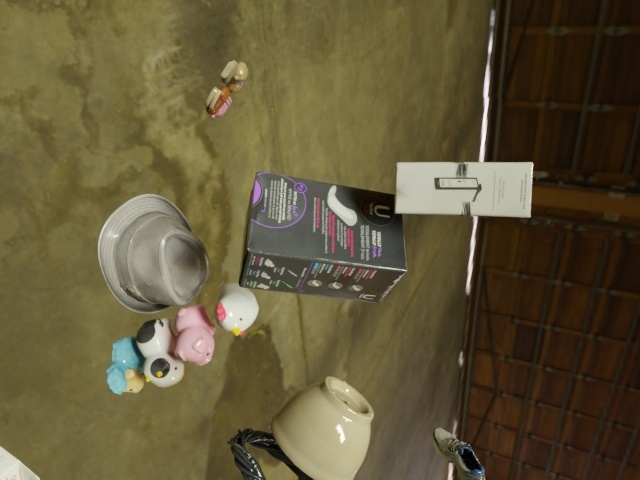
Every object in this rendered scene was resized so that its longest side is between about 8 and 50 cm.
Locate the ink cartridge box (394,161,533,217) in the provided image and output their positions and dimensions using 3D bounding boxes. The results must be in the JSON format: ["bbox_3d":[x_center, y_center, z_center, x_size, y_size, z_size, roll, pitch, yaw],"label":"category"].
[{"bbox_3d":[0.232,-0.084,0.810,0.148,0.203,0.086,-18,109,-71],"label":"ink cartridge box"}]

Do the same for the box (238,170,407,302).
[{"bbox_3d":[0.000,0.000,0.883,0.143,0.270,0.165,116,-20,-57],"label":"box"}]

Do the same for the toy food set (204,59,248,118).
[{"bbox_3d":[-0.113,-0.178,0.590,0.078,0.019,0.122,-53,-166,16],"label":"toy food set"}]

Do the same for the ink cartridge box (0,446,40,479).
[{"bbox_3d":[-0.483,0.335,0.696,0.061,0.181,0.104,-45,156,-52],"label":"ink cartridge box"}]

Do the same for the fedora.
[{"bbox_3d":[-0.337,0.043,1.078,0.244,0.124,0.275,-47,137,-42],"label":"fedora"}]

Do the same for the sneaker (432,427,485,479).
[{"bbox_3d":[0.269,0.407,0.948,0.052,0.135,0.058,-18,126,-24],"label":"sneaker"}]

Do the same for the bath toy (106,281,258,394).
[{"bbox_3d":[-0.293,0.214,1.063,0.151,0.348,0.129,62,11,1],"label":"bath toy"}]

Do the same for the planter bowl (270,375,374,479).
[{"bbox_3d":[0.016,0.289,0.788,0.109,0.162,0.162,-55,156,6],"label":"planter bowl"}]

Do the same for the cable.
[{"bbox_3d":[-0.089,0.401,0.863,0.047,0.184,0.150,-49,-158,15],"label":"cable"}]
